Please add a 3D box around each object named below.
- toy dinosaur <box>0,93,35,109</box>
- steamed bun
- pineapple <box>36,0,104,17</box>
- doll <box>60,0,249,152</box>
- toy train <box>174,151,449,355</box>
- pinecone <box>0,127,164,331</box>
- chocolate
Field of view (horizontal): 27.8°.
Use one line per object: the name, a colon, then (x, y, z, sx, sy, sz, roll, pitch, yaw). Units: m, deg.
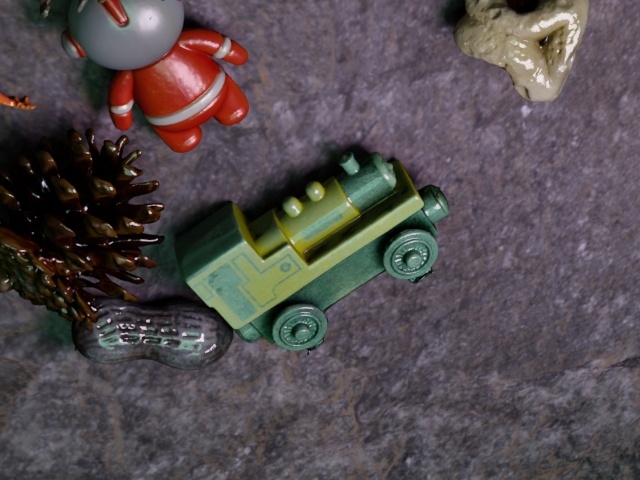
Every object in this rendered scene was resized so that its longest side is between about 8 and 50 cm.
toy dinosaur: (-0.464, -0.226, 1.571, 0.288, 0.070, 0.117, 13, 123, -33)
steamed bun: (0.258, -0.287, 1.723, 0.155, 0.141, 0.172, 12, 122, -10)
pineapple: (-0.249, -0.403, 1.322, 0.300, 0.352, 0.352, 0, 129, -27)
doll: (-0.216, -0.242, 1.621, 0.200, 0.105, 0.336, -29, 139, 8)
toy train: (0.000, 0.000, 1.865, 0.369, 0.150, 0.237, -34, 125, 8)
pinecone: (-0.317, -0.022, 1.675, 0.264, 0.264, 0.264, -9, 131, -11)
chocolate: (-0.250, 0.139, 1.917, 0.248, 0.110, 0.110, 3, 127, -15)
